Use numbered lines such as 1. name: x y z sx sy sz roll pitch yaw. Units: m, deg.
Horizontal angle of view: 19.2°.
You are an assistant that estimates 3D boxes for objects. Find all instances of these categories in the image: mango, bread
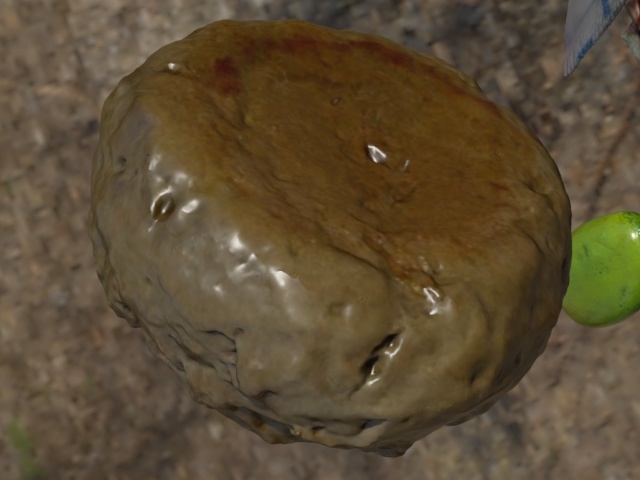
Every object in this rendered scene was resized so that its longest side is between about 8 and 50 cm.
1. mango: 0.198 0.018 1.302 0.073 0.056 0.108 61 150 20
2. bread: 0.000 0.000 0.851 0.230 0.230 0.123 47 134 25

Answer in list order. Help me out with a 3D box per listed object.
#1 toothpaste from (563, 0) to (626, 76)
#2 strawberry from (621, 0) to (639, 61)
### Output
1. toothpaste: 0.137 -0.181 0.778 0.057 0.234 0.089 21 151 -4
2. strawberry: 0.397 -0.144 1.394 0.343 0.292 0.292 56 146 36
